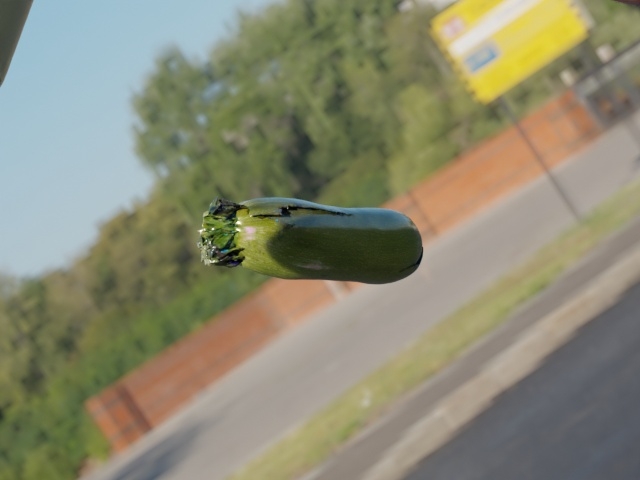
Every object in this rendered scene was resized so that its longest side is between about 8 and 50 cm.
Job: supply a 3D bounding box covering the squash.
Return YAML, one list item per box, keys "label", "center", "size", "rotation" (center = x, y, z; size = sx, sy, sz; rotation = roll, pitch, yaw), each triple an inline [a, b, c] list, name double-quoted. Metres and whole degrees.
- label: "squash"
  center: [0.000, 0.000, 1.190]
  size: [0.183, 0.052, 0.052]
  rotation: [7, -32, -47]

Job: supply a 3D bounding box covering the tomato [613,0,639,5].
- label: "tomato"
  center: [0.165, -0.181, 0.949]
  size: [0.166, 0.174, 0.082]
  rotation: [-28, -37, -4]

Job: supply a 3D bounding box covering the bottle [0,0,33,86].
- label: "bottle"
  center: [-0.145, -0.125, 0.719]
  size: [0.104, 0.104, 0.245]
  rotation: [-34, -26, -59]
